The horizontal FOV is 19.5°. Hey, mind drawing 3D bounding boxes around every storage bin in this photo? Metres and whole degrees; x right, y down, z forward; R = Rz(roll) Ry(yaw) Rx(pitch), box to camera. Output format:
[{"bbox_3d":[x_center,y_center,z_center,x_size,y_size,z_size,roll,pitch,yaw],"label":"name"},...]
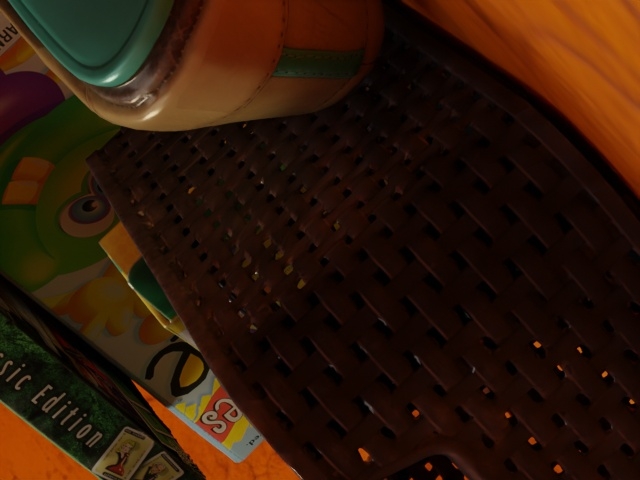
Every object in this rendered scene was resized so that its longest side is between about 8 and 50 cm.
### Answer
[{"bbox_3d":[0.026,0.015,0.447,0.122,0.084,0.180,47,-178,-27],"label":"storage bin"}]

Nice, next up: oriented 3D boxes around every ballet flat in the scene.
[{"bbox_3d":[-0.067,-0.098,0.443,0.073,0.080,0.232,3,-142,-44],"label":"ballet flat"}]

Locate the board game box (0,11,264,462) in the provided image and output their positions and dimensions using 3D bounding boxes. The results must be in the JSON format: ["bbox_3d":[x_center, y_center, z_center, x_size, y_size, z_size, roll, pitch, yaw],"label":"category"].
[{"bbox_3d":[-0.077,-0.057,0.687,0.144,0.142,0.275,46,179,37],"label":"board game box"}]

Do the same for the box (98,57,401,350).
[{"bbox_3d":[0.000,0.000,0.608,0.043,0.105,0.179,47,180,25],"label":"box"}]

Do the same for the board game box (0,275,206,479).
[{"bbox_3d":[-0.144,-0.005,0.638,0.136,0.030,0.260,43,177,46],"label":"board game box"}]
